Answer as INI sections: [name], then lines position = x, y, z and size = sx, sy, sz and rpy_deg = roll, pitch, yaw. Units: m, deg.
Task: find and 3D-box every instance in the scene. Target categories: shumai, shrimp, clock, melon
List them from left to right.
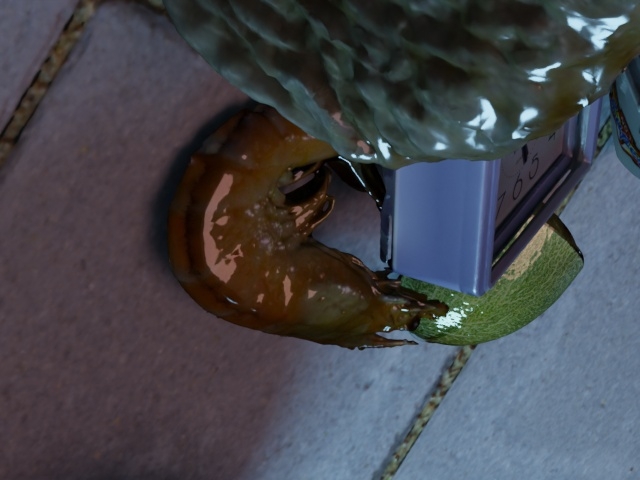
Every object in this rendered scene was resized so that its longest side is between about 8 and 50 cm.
[shrimp]
position = 0.000, 0.000, 1.047
size = 0.248, 0.068, 0.150
rpy_deg = 35, 85, -47
[melon]
position = 0.122, 0.030, 1.180
size = 0.128, 0.079, 0.160
rpy_deg = -55, 143, -1
[clock]
position = 0.112, -0.075, 1.049
size = 0.193, 0.073, 0.145
rpy_deg = -46, 146, -44
[shumai]
position = 0.096, -0.185, 0.825
size = 0.262, 0.314, 0.267
rpy_deg = -26, 123, -38

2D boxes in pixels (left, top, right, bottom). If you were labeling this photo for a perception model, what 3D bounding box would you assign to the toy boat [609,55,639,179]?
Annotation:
[toy boat]
position = 0.237, -0.104, 1.127
size = 0.088, 0.129, 0.295
rpy_deg = -17, 166, -7
